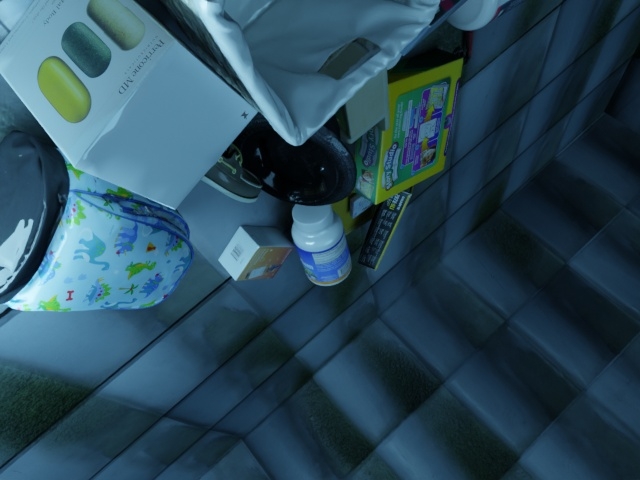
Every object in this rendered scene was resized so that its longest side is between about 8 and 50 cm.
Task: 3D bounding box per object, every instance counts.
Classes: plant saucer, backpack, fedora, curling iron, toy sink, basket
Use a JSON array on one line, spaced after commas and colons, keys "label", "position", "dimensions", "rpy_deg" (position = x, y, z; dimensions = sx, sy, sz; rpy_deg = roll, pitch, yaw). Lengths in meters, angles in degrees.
[{"label": "plant saucer", "position": [0.084, -0.119, 1.668], "dimensions": [0.332, 0.081, 0.333], "rpy_deg": [-31, 153, -27]}, {"label": "backpack", "position": [-0.405, -0.003, 0.939], "dimensions": [0.290, 0.273, 0.355], "rpy_deg": [-56, 166, 9]}, {"label": "fedora", "position": [-0.049, -0.219, 1.166], "dimensions": [0.334, 0.334, 0.153], "rpy_deg": [79, 27, -61]}, {"label": "curling iron", "position": [0.418, -0.601, 1.485], "dimensions": [0.068, 0.035, 0.274], "rpy_deg": [-39, 155, -14]}, {"label": "toy sink", "position": [0.061, -0.332, 1.215], "dimensions": [0.131, 0.153, 0.234], "rpy_deg": [-40, 156, -10]}, {"label": "basket", "position": [-0.044, -0.379, 0.734], "dimensions": [0.328, 0.266, 0.331], "rpy_deg": [-44, 155, -2]}]

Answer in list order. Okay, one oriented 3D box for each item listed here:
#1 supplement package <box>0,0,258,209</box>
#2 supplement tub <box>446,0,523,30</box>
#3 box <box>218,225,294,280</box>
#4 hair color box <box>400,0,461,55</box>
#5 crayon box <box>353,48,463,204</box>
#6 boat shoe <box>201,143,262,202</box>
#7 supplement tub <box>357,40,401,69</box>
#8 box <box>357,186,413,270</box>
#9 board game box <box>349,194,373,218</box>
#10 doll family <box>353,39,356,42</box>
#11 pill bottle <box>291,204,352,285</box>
[{"label": "supplement package", "position": [-0.274, -0.220, 0.740], "dimensions": [0.199, 0.262, 0.198], "rpy_deg": [-48, 155, 6]}, {"label": "supplement tub", "position": [0.419, -0.641, 1.238], "dimensions": [0.272, 0.191, 0.191], "rpy_deg": [-35, 154, -20]}, {"label": "box", "position": [-0.180, 0.036, 1.486], "dimensions": [0.170, 0.091, 0.130], "rpy_deg": [1, 129, -57]}, {"label": "hair color box", "position": [0.238, -0.550, 1.004], "dimensions": [0.374, 0.185, 0.113], "rpy_deg": [-45, -174, -20]}, {"label": "crayon box", "position": [0.244, -0.324, 1.486], "dimensions": [0.313, 0.106, 0.363], "rpy_deg": [-27, 136, -31]}, {"label": "boat shoe", "position": [-0.216, -0.165, 1.078], "dimensions": [0.091, 0.109, 0.305], "rpy_deg": [-51, 144, 11]}, {"label": "supplement tub", "position": [0.130, -0.447, 1.194], "dimensions": [0.071, 0.107, 0.071], "rpy_deg": [-36, 154, -20]}, {"label": "box", "position": [0.231, -0.095, 1.769], "dimensions": [0.257, 0.079, 0.322], "rpy_deg": [-68, 178, -55]}, {"label": "board game box", "position": [0.130, -0.121, 1.614], "dimensions": [0.090, 0.020, 0.090], "rpy_deg": [-36, 154, -20]}, {"label": "doll family", "position": [0.082, -0.501, 1.074], "dimensions": [0.111, 0.076, 0.193], "rpy_deg": [23, 117, -43]}, {"label": "pill bottle", "position": [0.000, 0.000, 1.528], "dimensions": [0.152, 0.152, 0.272], "rpy_deg": [-37, 141, -16]}]
